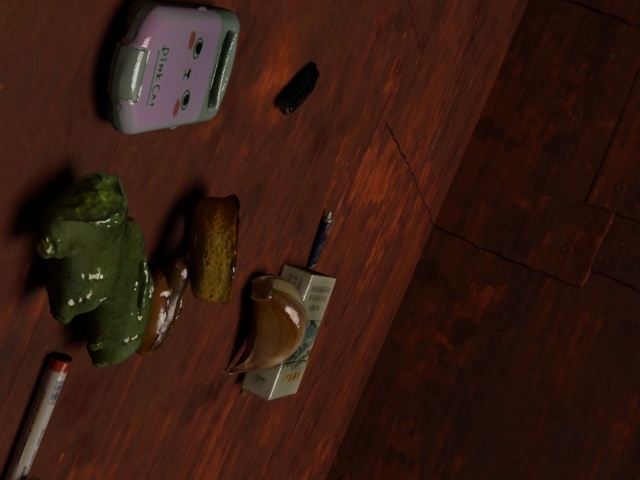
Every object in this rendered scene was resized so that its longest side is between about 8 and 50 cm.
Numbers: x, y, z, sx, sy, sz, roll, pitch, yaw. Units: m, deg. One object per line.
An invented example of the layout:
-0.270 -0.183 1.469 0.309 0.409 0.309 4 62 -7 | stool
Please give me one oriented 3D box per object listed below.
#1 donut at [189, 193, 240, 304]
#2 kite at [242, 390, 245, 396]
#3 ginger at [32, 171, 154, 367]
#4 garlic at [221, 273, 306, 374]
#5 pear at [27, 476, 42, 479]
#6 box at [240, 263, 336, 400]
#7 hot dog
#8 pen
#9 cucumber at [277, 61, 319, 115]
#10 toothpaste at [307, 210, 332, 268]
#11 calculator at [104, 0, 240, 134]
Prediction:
-0.144 0.011 1.166 0.152 0.058 0.152 -178 -90 -77 | donut
-0.122 0.239 1.742 0.159 0.010 0.190 -64 160 -18 | kite
-0.241 0.041 0.941 0.290 0.089 0.137 91 7 -63 | ginger
-0.083 0.156 1.571 0.128 0.115 0.207 -50 161 -63 | garlic
-0.365 0.449 0.990 0.288 0.139 0.239 -50 169 -33 | pear
-0.061 0.181 1.728 0.257 0.069 0.164 -71 162 1 | box
-0.210 0.085 1.143 0.090 0.060 0.140 36 71 -79 | hot dog
-0.334 0.231 0.994 0.218 0.026 0.026 -68 165 4 | pen
-0.029 -0.236 1.352 0.135 0.034 0.033 -54 155 -41 | cucumber
0.000 0.000 1.806 0.037 0.021 0.140 -29 142 -59 | toothpaste
-0.158 -0.192 0.957 0.246 0.045 0.141 -30 140 -67 | calculator
